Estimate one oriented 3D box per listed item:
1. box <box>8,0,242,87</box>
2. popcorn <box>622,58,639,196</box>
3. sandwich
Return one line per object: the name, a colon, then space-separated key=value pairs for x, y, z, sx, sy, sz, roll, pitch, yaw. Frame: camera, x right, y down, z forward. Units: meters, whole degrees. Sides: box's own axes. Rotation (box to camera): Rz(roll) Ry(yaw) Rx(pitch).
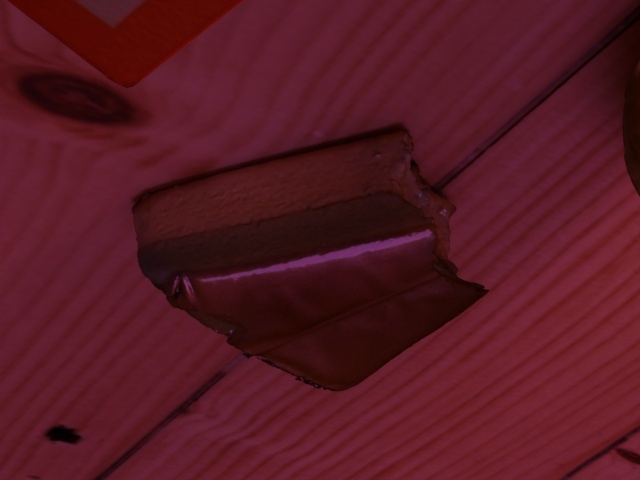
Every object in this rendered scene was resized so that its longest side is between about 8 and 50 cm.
box: x=-0.046 y=-0.295 z=0.355 sx=0.318 sy=0.349 sz=0.257 roll=39 pitch=139 yaw=-23
popcorn: x=0.308 y=-0.070 z=0.968 sx=0.183 sy=0.204 sz=0.221 roll=-36 pitch=138 yaw=-4
sandwich: x=0.000 y=0.000 z=1.027 sx=0.220 sy=0.108 sz=0.186 roll=28 pitch=125 yaw=-37
